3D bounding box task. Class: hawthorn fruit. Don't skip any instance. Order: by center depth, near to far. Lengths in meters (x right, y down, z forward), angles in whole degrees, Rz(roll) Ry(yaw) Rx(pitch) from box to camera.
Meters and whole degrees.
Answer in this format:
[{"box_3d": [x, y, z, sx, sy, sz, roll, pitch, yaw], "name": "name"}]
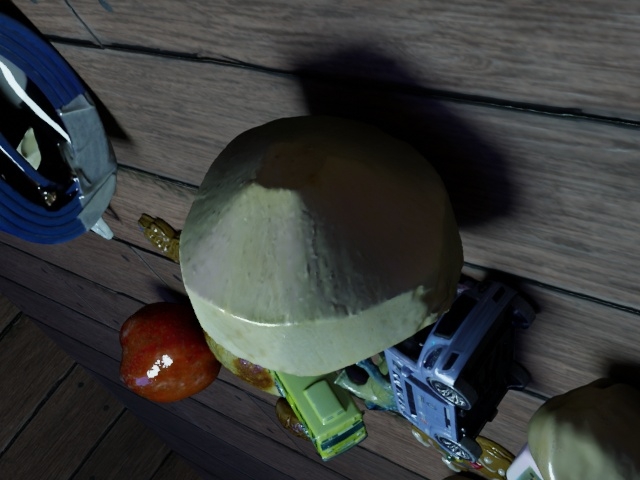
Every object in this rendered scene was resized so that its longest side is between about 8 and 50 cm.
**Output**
[{"box_3d": [-0.251, 0.194, 2.139, 0.202, 0.185, 0.185, -9, 145, 13], "name": "hawthorn fruit"}]

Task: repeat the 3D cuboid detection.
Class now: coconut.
[{"box_3d": [0.000, 0.000, 1.097, 0.259, 0.259, 0.259, 33, 161, 13], "name": "coconut"}]

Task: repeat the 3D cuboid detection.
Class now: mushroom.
[{"box_3d": [-0.020, 0.305, 2.101, 0.126, 0.085, 0.109, 24, 159, 51], "name": "mushroom"}]

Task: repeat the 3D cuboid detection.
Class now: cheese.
[{"box_3d": [-0.393, -0.084, 1.877, 0.163, 0.071, 0.249, 35, 163, 6], "name": "cheese"}]

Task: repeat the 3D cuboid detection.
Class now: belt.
[{"box_3d": [-0.406, -0.150, 1.517, 0.117, 0.212, 0.347, 13, 146, 49], "name": "belt"}]

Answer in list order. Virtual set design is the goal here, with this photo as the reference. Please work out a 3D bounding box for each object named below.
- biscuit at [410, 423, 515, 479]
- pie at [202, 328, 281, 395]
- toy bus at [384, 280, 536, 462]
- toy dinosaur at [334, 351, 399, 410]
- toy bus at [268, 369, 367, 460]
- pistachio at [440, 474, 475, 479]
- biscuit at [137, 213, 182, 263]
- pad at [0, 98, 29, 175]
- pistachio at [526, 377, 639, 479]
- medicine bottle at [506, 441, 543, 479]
[{"box_3d": [0.215, 0.310, 1.773, 0.138, 0.031, 0.205, 44, 159, -19], "name": "biscuit"}, {"box_3d": [-0.113, 0.176, 1.966, 0.205, 0.084, 0.179, 35, 162, 18], "name": "pie"}, {"box_3d": [0.143, 0.130, 1.314, 0.133, 0.125, 0.292, 31, 162, 20], "name": "toy bus"}, {"box_3d": [0.098, 0.188, 1.618, 0.147, 0.076, 0.363, 36, 160, -8], "name": "toy dinosaur"}, {"box_3d": [-0.007, 0.228, 1.801, 0.175, 0.088, 0.101, 56, 167, 27], "name": "toy bus"}, {"box_3d": [0.225, 0.447, 1.927, 0.144, 0.144, 0.215, 31, 167, 18], "name": "pistachio"}, {"box_3d": [-0.208, 0.020, 1.854, 0.175, 0.026, 0.124, 29, 159, 24], "name": "biscuit"}, {"box_3d": [-0.477, -0.214, 1.568, 0.004, 0.181, 0.267, -12, 132, 33], "name": "pad"}, {"box_3d": [0.296, 0.222, 1.226, 0.223, 0.152, 0.126, 28, 167, -35], "name": "pistachio"}, {"box_3d": [0.296, 0.277, 1.459, 0.115, 0.078, 0.219, 35, 162, 12], "name": "medicine bottle"}]
